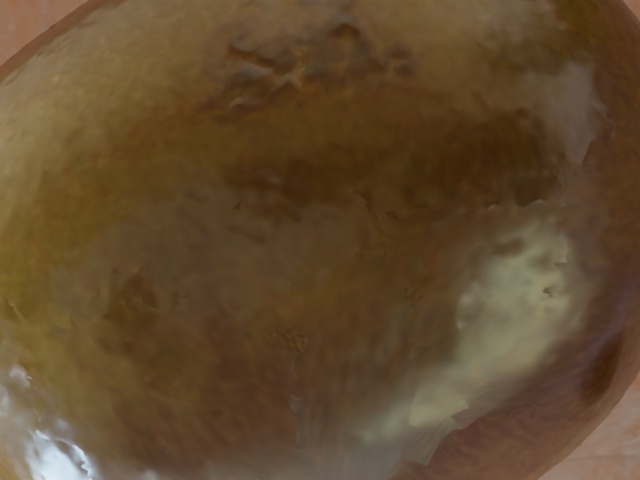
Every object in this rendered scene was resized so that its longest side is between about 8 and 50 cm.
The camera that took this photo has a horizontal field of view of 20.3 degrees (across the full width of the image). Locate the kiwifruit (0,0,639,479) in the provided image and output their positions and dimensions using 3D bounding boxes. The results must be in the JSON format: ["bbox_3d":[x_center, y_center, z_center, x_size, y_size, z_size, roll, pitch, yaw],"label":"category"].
[{"bbox_3d":[0.000,0.000,0.531,0.234,0.196,0.196,-26,78,5],"label":"kiwifruit"}]
